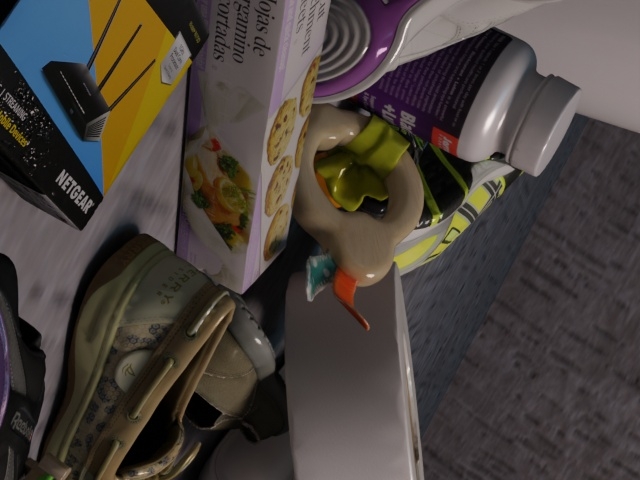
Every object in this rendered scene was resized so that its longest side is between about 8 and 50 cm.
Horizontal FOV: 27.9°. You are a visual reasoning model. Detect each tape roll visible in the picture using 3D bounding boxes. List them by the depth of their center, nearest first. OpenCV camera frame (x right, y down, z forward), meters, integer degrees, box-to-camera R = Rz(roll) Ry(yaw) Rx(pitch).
[{"bbox_3d":[0.036,0.164,1.174,0.286,0.100,0.286,-6,90,-85],"label":"tape roll"}]

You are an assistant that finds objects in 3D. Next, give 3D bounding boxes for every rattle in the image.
[{"bbox_3d":[0.000,0.000,1.033,0.142,0.130,0.200,-24,-127,40],"label":"rattle"}]

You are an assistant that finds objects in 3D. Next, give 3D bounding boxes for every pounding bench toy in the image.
[{"bbox_3d":[-0.196,0.188,0.870,0.065,0.052,0.083,-51,162,-36],"label":"pounding bench toy"}]

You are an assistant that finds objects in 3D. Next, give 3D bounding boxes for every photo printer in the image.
[{"bbox_3d":[-0.044,0.260,1.427,0.307,0.107,0.256,-48,160,-44],"label":"photo printer"}]

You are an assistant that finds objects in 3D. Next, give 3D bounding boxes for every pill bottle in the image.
[{"bbox_3d":[0.109,-0.130,1.051,0.108,0.193,0.108,-55,164,-24],"label":"pill bottle"}]

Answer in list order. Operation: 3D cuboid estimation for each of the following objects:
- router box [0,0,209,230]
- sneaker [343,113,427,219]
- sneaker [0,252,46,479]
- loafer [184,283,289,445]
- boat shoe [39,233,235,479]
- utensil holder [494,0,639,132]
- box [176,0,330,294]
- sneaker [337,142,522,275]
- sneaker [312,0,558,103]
[{"bbox_3d":[-0.121,-0.094,0.615,0.133,0.046,0.179,-59,166,-11],"label":"router box"},{"bbox_3d":[0.069,-0.096,1.162,0.078,0.067,0.188,117,-9,-73],"label":"sneaker"},{"bbox_3d":[-0.181,0.108,0.682,0.283,0.107,0.124,99,18,-53],"label":"sneaker"},{"bbox_3d":[-0.084,0.116,1.097,0.087,0.094,0.251,-30,153,-9],"label":"loafer"},{"bbox_3d":[-0.130,0.127,0.911,0.104,0.089,0.285,-48,161,-46],"label":"boat shoe"},{"bbox_3d":[0.377,-0.254,1.294,0.328,0.385,0.328,-57,160,-34],"label":"utensil holder"},{"bbox_3d":[-0.045,-0.093,0.847,0.067,0.063,0.324,-51,162,-39],"label":"box"},{"bbox_3d":[0.117,-0.069,1.370,0.384,0.145,0.147,-30,157,-49],"label":"sneaker"},{"bbox_3d":[0.099,-0.200,0.874,0.305,0.114,0.152,-21,-168,24],"label":"sneaker"}]
